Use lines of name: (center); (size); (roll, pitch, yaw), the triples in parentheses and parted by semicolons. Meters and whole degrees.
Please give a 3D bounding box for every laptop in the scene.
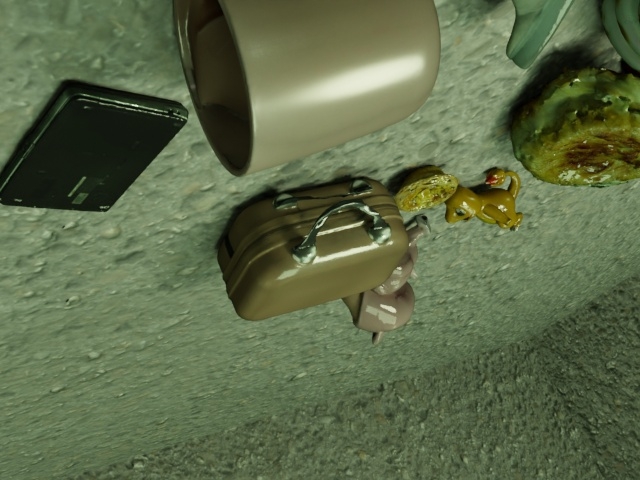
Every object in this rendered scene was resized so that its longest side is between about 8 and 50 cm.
laptop: (-0.265, -0.096, 0.815); (0.153, 0.026, 0.207); (1, 148, -49)

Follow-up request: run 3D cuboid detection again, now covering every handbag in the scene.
handbag: (0.000, 0.000, 1.157); (0.301, 0.149, 0.283); (-12, 158, -23)

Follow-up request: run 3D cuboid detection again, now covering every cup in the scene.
cup: (-0.022, -0.179, 0.697); (0.200, 0.192, 0.253); (-19, -172, -21)

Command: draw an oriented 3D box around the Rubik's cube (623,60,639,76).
Rubik's cube: (0.601, -0.258, 1.273); (0.249, 0.285, 0.234); (6, 176, -7)

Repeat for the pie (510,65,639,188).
pie: (0.471, -0.166, 1.150); (0.354, 0.103, 0.288); (18, 164, -30)

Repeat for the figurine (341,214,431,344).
figurine: (0.123, 0.070, 1.489); (0.186, 0.176, 0.288); (18, 135, 4)

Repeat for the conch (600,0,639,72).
conch: (0.467, -0.292, 0.894); (0.367, 0.197, 0.249); (4, 163, -44)

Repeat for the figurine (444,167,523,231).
figurine: (0.319, -0.085, 1.383); (0.176, 0.121, 0.122); (1, 121, -29)

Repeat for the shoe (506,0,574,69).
shoe: (0.248, -0.307, 0.780); (0.100, 0.103, 0.251); (21, 137, 4)

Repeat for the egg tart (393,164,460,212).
egg tart: (0.180, -0.093, 1.254); (0.128, 0.049, 0.129); (-16, 160, -6)
